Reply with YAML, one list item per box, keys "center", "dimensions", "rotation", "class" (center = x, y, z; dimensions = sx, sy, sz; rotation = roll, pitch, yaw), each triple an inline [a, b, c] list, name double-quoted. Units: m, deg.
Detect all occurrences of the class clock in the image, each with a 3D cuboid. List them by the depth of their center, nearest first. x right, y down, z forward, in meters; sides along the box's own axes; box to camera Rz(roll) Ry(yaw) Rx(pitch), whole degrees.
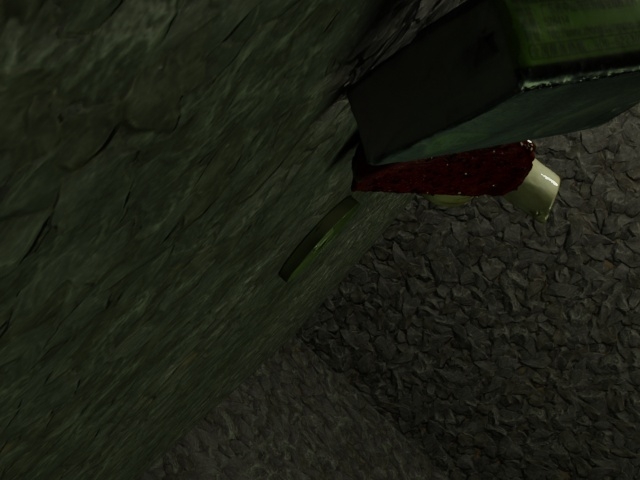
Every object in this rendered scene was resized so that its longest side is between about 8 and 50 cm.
- center: [0.000, 0.000, 1.680]
  dimensions: [0.235, 0.029, 0.235]
  rotation: [-47, 174, -7]
  class: "clock"

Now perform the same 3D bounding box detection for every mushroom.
- center: [0.383, -0.225, 1.787]
  dimensions: [0.353, 0.353, 0.325]
  rotation: [107, -5, -76]
  class: "mushroom"

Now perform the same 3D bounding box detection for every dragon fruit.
- center: [0.211, -0.176, 1.231]
  dimensions: [0.317, 0.152, 0.205]
  rotation: [2, 159, -29]
  class: "dragon fruit"

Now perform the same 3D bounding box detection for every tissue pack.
- center: [0.268, -0.198, 0.898]
  dimensions: [0.394, 0.124, 0.288]
  rotation: [-14, 177, -29]
  class: "tissue pack"
